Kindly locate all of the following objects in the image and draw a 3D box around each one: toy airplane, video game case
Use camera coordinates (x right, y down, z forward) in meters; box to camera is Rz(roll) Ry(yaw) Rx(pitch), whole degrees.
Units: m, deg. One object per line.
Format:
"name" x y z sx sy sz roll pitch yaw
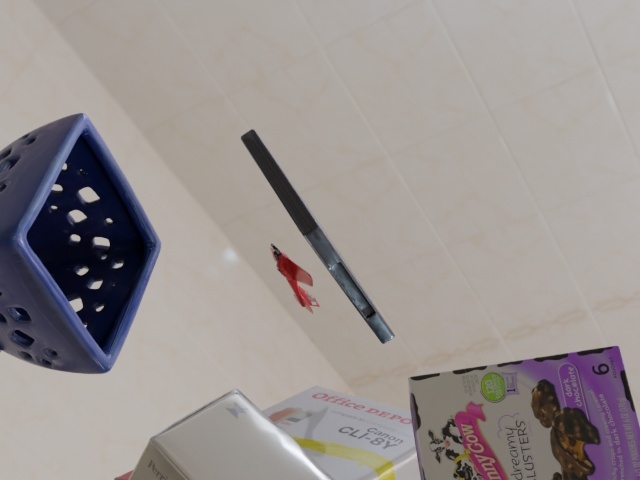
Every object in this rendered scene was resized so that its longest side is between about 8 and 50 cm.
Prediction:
"toy airplane" -0.046 0.065 1.431 0.028 0.151 0.151 -39 -149 -13
"video game case" 0.000 0.000 1.097 0.026 0.274 0.196 -35 -130 2

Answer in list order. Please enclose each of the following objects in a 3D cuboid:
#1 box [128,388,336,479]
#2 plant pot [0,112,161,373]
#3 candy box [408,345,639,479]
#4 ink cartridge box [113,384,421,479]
"box" -0.121 0.301 0.769 0.121 0.148 0.311 -21 144 -55
"plant pot" -0.363 0.013 1.060 0.212 0.236 0.236 -6 -138 18
"candy box" 0.187 0.195 0.777 0.196 0.070 0.165 -9 -110 3
"ink cartridge box" -0.033 0.348 1.143 0.279 0.160 0.384 6 -164 44
